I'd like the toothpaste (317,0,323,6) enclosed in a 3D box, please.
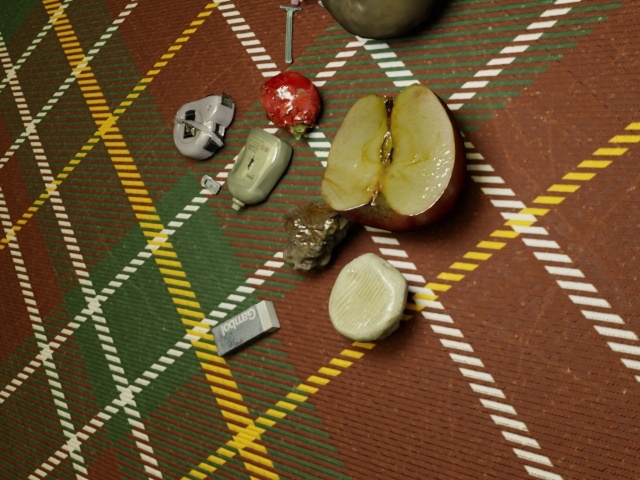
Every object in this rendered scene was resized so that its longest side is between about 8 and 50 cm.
[{"bbox_3d":[0.016,-0.805,1.865,0.046,0.034,0.164,-7,75,27],"label":"toothpaste"}]

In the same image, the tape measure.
[{"bbox_3d":[-0.395,-0.365,1.976,0.236,0.120,0.197,-3,79,36],"label":"tape measure"}]

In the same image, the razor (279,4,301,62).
[{"bbox_3d":[-0.099,-0.648,1.901,0.068,0.037,0.191,3,82,-10],"label":"razor"}]

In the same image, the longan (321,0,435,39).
[{"bbox_3d":[0.141,-0.759,1.558,0.404,0.436,0.404,-28,31,19],"label":"longan"}]

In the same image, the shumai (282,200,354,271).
[{"bbox_3d":[0.001,-0.002,1.632,0.218,0.184,0.185,2,116,37],"label":"shumai"}]

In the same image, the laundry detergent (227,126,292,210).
[{"bbox_3d":[-0.203,-0.208,1.831,0.181,0.091,0.253,35,99,34],"label":"laundry detergent"}]

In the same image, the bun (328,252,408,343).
[{"bbox_3d":[0.132,0.153,1.512,0.231,0.133,0.231,-14,69,39],"label":"bun"}]

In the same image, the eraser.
[{"bbox_3d":[-0.222,0.259,1.763,0.212,0.046,0.092,-32,64,23],"label":"eraser"}]

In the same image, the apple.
[{"bbox_3d":[0.182,-0.201,1.477,0.328,0.295,0.365,10,73,-6],"label":"apple"}]

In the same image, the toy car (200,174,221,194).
[{"bbox_3d":[-0.362,-0.184,1.965,0.093,0.025,0.041,33,96,33],"label":"toy car"}]

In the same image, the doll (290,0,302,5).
[{"bbox_3d":[-0.064,-0.852,1.867,0.211,0.093,0.262,-47,50,44],"label":"doll"}]

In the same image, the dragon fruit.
[{"bbox_3d":[-0.087,-0.405,1.757,0.172,0.172,0.209,-46,74,15],"label":"dragon fruit"}]
